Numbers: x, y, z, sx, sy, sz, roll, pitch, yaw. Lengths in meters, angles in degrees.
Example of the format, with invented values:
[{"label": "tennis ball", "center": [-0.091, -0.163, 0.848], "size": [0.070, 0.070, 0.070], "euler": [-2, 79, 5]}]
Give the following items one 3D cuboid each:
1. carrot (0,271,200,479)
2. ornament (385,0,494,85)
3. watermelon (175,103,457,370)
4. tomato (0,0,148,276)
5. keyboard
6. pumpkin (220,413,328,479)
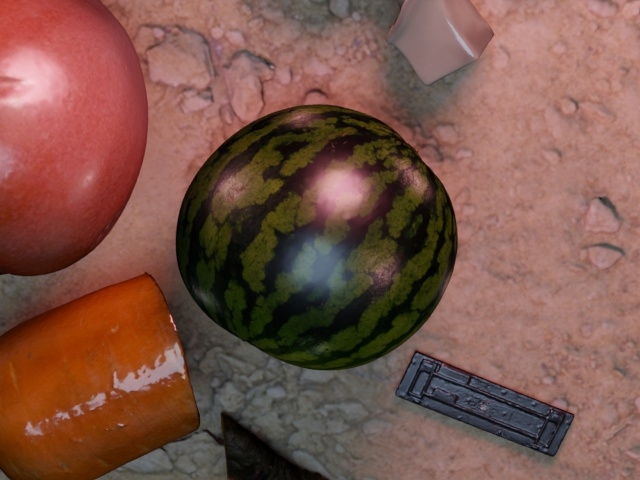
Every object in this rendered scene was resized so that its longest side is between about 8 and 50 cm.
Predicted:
[{"label": "carrot", "center": [-0.280, 0.174, 1.823], "size": [0.331, 0.214, 0.193], "euler": [-26, 78, 6]}, {"label": "ornament", "center": [0.068, -0.288, 1.695], "size": [0.285, 0.130, 0.120], "euler": [36, 123, -19]}, {"label": "watermelon", "center": [0.000, 0.000, 1.709], "size": [0.285, 0.285, 0.285], "euler": [0, 109, 1]}, {"label": "tomato", "center": [-0.314, -0.141, 1.646], "size": [0.273, 0.341, 0.341], "euler": [-43, 104, 0]}, {"label": "keyboard", "center": [0.192, 0.191, 1.911], "size": [0.204, 0.013, 0.061], "euler": [22, 108, -6]}, {"label": "pumpkin", "center": [-0.024, 0.338, 1.920], "size": [0.163, 0.111, 0.278], "euler": [-7, 108, -1]}]
